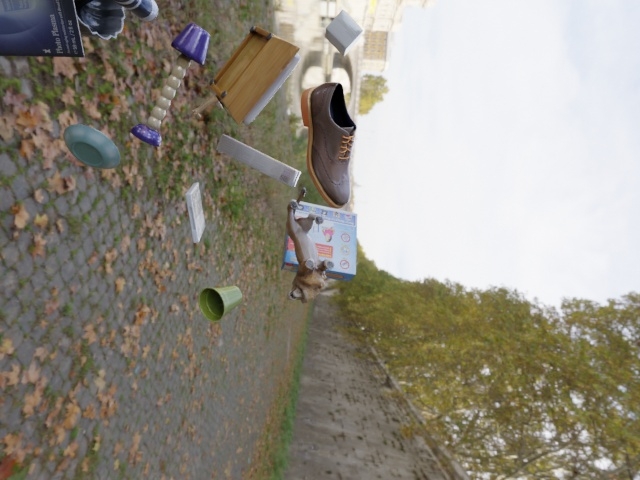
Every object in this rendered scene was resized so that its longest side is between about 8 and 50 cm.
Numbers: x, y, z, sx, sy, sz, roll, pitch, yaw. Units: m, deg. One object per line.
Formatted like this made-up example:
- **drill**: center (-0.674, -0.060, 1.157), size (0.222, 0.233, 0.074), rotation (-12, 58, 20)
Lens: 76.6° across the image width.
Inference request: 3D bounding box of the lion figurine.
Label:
- **lion figurine**: center (-0.060, 0.028, 1.483), size (0.240, 0.142, 0.392), rotation (139, -55, -67)

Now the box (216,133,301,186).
- **box**: center (-0.227, -0.293, 1.484), size (0.067, 0.324, 0.063), rotation (-65, 168, 10)

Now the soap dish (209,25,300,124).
- **soap dish**: center (-0.215, -0.524, 1.267), size (0.291, 0.118, 0.229), rotation (-48, -138, 9)

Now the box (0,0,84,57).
- **box**: center (-0.793, -0.641, 1.021), size (0.183, 0.294, 0.296), rotation (64, -29, 28)

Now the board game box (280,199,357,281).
- **board game box**: center (0.000, 0.000, 1.739), size (0.086, 0.308, 0.302), rotation (123, -25, -59)

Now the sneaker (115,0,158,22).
- **sneaker**: center (-0.630, -0.792, 1.211), size (0.099, 0.282, 0.153), rotation (-47, 177, 12)

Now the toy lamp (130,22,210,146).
- **toy lamp**: center (-0.332, -0.348, 0.908), size (0.275, 0.080, 0.080), rotation (-56, -173, 12)

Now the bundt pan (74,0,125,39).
- **bundt pan**: center (-0.876, -0.907, 1.475), size (0.331, 0.124, 0.331), rotation (0, 90, -78)

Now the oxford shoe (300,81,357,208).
- **oxford shoe**: center (0.040, -0.272, 1.179), size (0.130, 0.132, 0.364), rotation (-25, 106, -42)

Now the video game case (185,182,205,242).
- **video game case**: center (-0.442, -0.102, 1.437), size (0.190, 0.022, 0.173), rotation (-113, -161, -69)

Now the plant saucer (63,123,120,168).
- **plant saucer**: center (-0.804, -0.312, 1.412), size (0.195, 0.194, 0.037), rotation (94, 5, -51)

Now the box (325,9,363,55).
- **box**: center (0.081, -0.729, 1.427), size (0.087, 0.102, 0.101), rotation (-47, -172, 6)

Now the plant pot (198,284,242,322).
- **plant pot**: center (-0.228, 0.139, 0.949), size (0.079, 0.083, 0.083), rotation (-19, 117, -57)

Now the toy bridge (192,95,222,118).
- **toy bridge**: center (-0.363, -0.487, 1.433), size (0.063, 0.188, 0.026), rotation (79, -11, -84)
